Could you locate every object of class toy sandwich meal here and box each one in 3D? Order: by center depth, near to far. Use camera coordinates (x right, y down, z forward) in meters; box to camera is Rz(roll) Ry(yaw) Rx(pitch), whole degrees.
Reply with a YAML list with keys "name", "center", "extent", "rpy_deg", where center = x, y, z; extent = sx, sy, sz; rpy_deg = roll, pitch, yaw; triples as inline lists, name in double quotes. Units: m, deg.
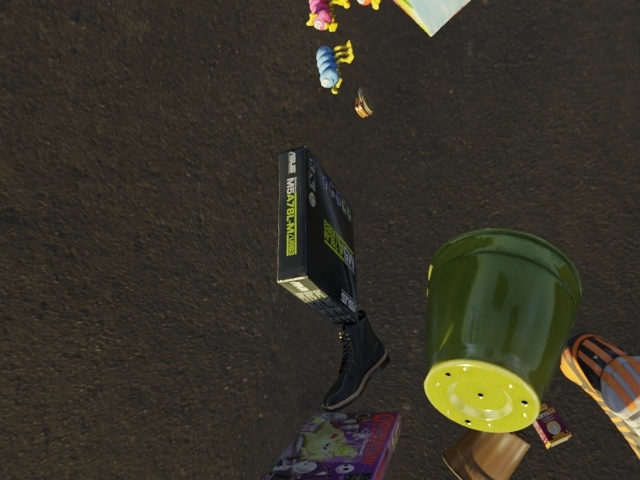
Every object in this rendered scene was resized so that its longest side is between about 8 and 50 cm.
- name: "toy sandwich meal"
  center: [0.115, -0.370, 1.534]
  extent: [0.029, 0.086, 0.085]
  rpy_deg: [-20, 79, 26]

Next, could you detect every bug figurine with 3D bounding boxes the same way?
- name: "bug figurine"
  center: [0.034, -0.408, 0.995]
  extent: [0.072, 0.279, 0.216]
  rpy_deg: [-1, 62, -20]

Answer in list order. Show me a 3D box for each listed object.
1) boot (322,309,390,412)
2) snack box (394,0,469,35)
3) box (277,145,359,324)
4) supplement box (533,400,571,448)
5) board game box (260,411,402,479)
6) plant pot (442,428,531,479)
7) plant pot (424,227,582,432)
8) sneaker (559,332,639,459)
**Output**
- name: "boot"
  center: [0.053, 0.255, 1.222]
  extent: [0.198, 0.077, 0.137]
  rpy_deg: [-40, 114, -37]
- name: "snack box"
  center: [0.029, -0.289, 0.464]
  extent: [0.070, 0.174, 0.207]
  rpy_deg: [-41, 53, 13]
- name: "box"
  center: [0.000, 0.000, 0.768]
  extent: [0.045, 0.190, 0.184]
  rpy_deg: [-13, 61, 18]
- name: "supplement box"
  center: [0.509, 0.409, 1.270]
  extent: [0.055, 0.043, 0.083]
  rpy_deg: [-24, 57, -3]
- name: "board game box"
  center: [0.037, 0.425, 1.144]
  extent: [0.208, 0.347, 0.056]
  rpy_deg: [-2, 93, 16]
- name: "plant pot"
  center: [0.414, 0.515, 1.396]
  extent: [0.167, 0.167, 0.165]
  rpy_deg: [37, 96, 3]
- name: "plant pot"
  center: [0.388, 0.223, 1.301]
  extent: [0.367, 0.366, 0.353]
  rpy_deg: [29, 46, 2]
- name: "sneaker"
  center: [0.518, 0.265, 0.940]
  extent: [0.125, 0.180, 0.321]
  rpy_deg: [-36, 108, 3]
